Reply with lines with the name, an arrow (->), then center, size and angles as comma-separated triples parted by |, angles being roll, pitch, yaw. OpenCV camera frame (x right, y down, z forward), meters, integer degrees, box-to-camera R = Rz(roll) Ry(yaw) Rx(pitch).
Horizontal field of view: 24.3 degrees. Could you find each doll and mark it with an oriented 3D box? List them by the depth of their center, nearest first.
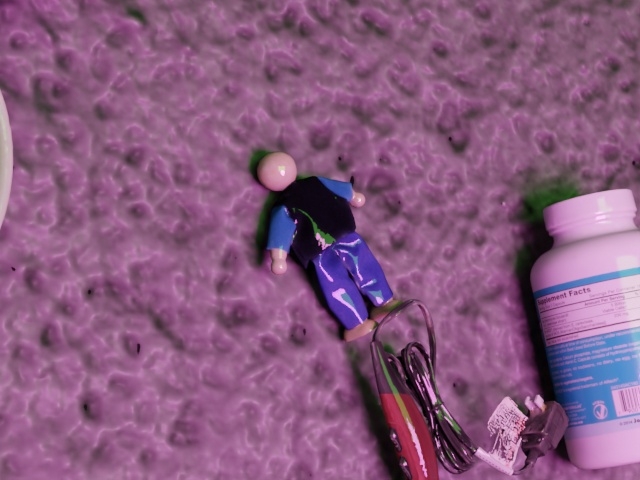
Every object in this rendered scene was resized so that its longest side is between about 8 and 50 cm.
doll -> 0.000, 0.000, 1.385 | 0.129, 0.046, 0.189 | -35, 97, -33

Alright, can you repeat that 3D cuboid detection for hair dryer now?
hair dryer -> 0.092, 0.224, 1.372 | 0.223, 0.080, 0.293 | 34, 60, -12

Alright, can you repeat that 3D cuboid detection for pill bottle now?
pill bottle -> 0.293, 0.087, 1.477 | 0.146, 0.146, 0.264 | -6, 81, -32

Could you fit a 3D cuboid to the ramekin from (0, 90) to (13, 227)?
ramekin -> -0.397, -0.057, 1.103 | 0.303, 0.148, 0.303 | 8, 74, -29
